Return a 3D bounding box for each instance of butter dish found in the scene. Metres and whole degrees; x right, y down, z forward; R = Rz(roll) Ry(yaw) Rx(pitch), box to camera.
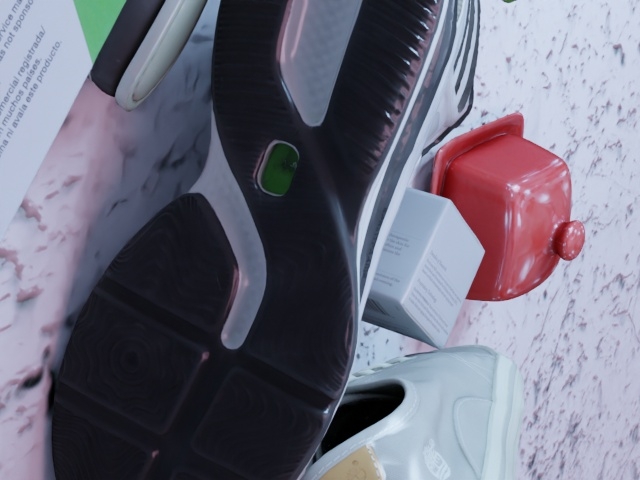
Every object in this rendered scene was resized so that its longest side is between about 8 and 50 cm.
[{"bbox_3d":[0.165,-0.013,1.263,0.160,0.118,0.160,-26,126,-52],"label":"butter dish"}]

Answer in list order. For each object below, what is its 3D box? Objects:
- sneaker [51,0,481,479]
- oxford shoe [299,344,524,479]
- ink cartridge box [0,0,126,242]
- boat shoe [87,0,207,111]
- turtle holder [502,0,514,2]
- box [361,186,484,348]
[{"bbox_3d":[0.001,0.000,0.955,0.447,0.169,0.257,-67,162,11],"label":"sneaker"},{"bbox_3d":[0.052,0.140,1.056,0.169,0.130,0.449,-54,180,10],"label":"oxford shoe"},{"bbox_3d":[-0.206,-0.148,0.546,0.289,0.121,0.211,43,68,-48],"label":"ink cartridge box"},{"bbox_3d":[-0.078,-0.181,0.832,0.227,0.069,0.081,-64,-179,-11],"label":"boat shoe"},{"bbox_3d":[0.176,-0.337,0.999,0.227,0.243,0.320,41,78,-39],"label":"turtle holder"},{"bbox_3d":[0.050,0.013,1.103,0.087,0.101,0.102,-65,151,-13],"label":"box"}]
